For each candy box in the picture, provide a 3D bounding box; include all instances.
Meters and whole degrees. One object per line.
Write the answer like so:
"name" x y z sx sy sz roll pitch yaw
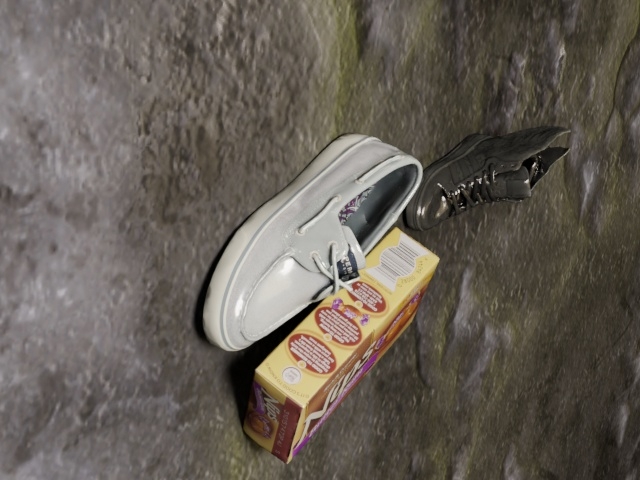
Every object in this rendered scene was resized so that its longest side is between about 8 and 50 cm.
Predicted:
"candy box" 0.017 0.085 0.840 0.187 0.053 0.109 -45 163 -33

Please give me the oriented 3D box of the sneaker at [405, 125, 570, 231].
"sneaker" 0.161 -0.059 0.967 0.170 0.089 0.051 -43 135 -34

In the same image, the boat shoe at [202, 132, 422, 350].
"boat shoe" 0.001 0.000 0.790 0.227 0.081 0.079 -50 138 -28
